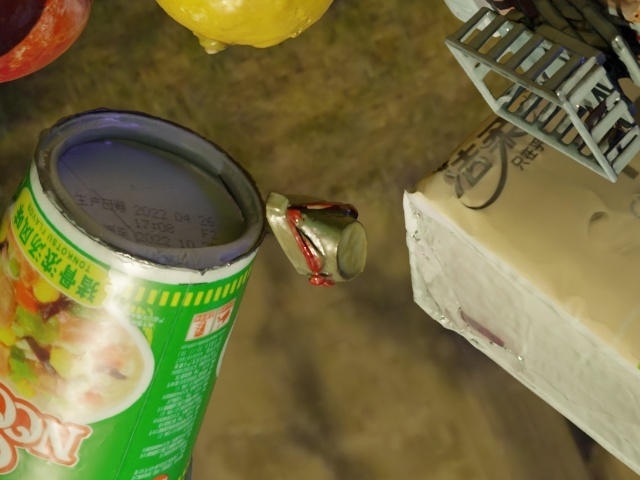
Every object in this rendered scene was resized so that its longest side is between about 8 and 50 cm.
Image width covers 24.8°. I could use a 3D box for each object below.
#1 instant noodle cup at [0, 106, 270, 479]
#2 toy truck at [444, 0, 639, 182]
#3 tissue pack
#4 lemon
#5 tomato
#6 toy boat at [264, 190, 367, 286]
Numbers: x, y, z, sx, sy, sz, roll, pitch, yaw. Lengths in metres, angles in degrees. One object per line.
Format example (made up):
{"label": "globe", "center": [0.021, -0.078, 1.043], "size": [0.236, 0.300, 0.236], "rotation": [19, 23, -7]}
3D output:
{"label": "instant noodle cup", "center": [-0.140, 0.047, 0.918], "size": [0.207, 0.207, 0.233], "rotation": [-22, 147, -48]}
{"label": "toy truck", "center": [0.099, -0.112, 0.616], "size": [0.115, 0.080, 0.178], "rotation": [-45, -140, -3]}
{"label": "tissue pack", "center": [0.317, -0.033, 1.183], "size": [0.405, 0.332, 0.205], "rotation": [-43, 155, -18]}
{"label": "lemon", "center": [-0.078, -0.359, 1.632], "size": [0.284, 0.260, 0.260], "rotation": [-60, -169, -16]}
{"label": "tomato", "center": [-0.327, -0.232, 1.415], "size": [0.200, 0.139, 0.233], "rotation": [-7, 148, 11]}
{"label": "toy boat", "center": [0.001, 0.000, 1.422], "size": [0.071, 0.089, 0.185], "rotation": [20, 167, 21]}
